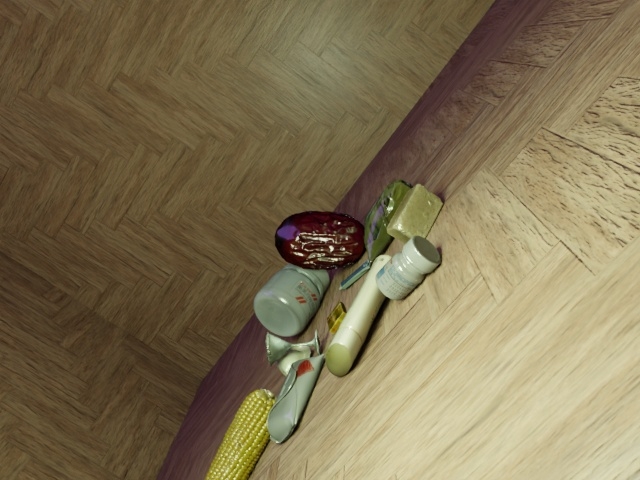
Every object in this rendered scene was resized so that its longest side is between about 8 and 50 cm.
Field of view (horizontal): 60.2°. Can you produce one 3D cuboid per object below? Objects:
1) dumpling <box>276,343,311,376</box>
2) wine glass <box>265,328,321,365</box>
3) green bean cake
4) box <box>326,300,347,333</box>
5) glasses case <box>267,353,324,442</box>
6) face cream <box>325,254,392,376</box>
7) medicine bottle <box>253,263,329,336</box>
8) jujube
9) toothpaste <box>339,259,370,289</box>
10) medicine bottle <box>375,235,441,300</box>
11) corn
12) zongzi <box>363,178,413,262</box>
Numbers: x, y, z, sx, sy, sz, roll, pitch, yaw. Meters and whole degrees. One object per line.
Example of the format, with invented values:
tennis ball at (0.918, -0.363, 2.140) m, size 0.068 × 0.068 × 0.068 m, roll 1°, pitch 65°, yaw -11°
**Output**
dumpling at (-0.092, 0.425, 1.990) m, size 0.134 × 0.100 × 0.169 m, roll -44°, pitch 8°, yaw -8°
wine glass at (-0.093, 0.365, 1.912) m, size 0.122 × 0.182 × 0.122 m, roll -6°, pitch -90°, yaw -90°
green bean cake at (0.297, -0.076, 1.735) m, size 0.179 × 0.109 × 0.085 m, roll -58°, pitch 10°, yaw -21°
box at (0.058, 0.275, 1.986) m, size 0.089 × 0.022 × 0.156 m, roll -53°, pitch 8°, yaw 7°
glasses case at (-0.078, 0.476, 1.743) m, size 0.128 × 0.083 × 0.308 m, roll -47°, pitch 11°, yaw 44°
face cream at (0.119, 0.215, 1.597) m, size 0.349 × 0.081 × 0.174 m, roll -59°, pitch -15°, yaw -28°
medicine bottle at (-0.115, 0.232, 2.362) m, size 0.245 × 0.245 × 0.306 m, roll -46°, pitch 3°, yaw 45°
jujube at (0.000, 0.000, 2.297) m, size 0.258 × 0.376 × 0.259 m, roll 6°, pitch -90°, yaw -89°
toothpaste at (0.131, 0.136, 2.094) m, size 0.197 × 0.034 × 0.057 m, roll -45°, pitch 19°, yaw 38°
medicine bottle at (0.234, 0.077, 1.497) m, size 0.168 × 0.105 × 0.105 m, roll -49°, pitch 10°, yaw 32°
corn at (-0.251, 0.667, 1.792) m, size 0.387 × 0.143 × 0.144 m, roll -62°, pitch 11°, yaw -26°
zongzi at (0.246, -0.074, 1.977) m, size 0.251 × 0.125 × 0.274 m, roll -58°, pitch 8°, yaw 32°
